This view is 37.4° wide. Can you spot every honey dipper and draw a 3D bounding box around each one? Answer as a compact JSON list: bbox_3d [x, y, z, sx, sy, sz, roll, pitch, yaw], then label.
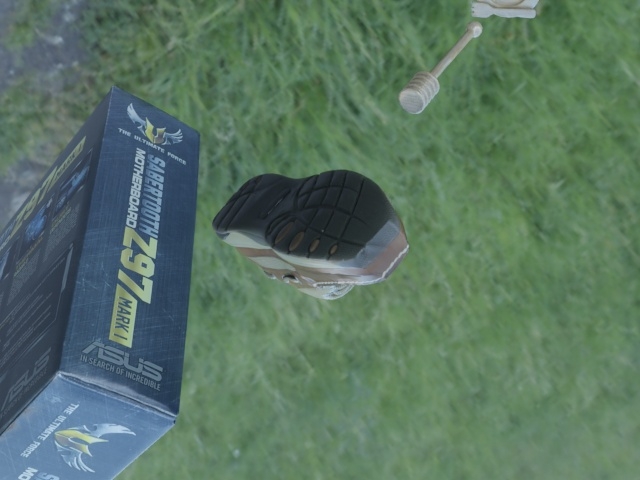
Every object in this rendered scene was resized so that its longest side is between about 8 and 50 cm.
[{"bbox_3d":[0.130,-0.187,0.992,0.161,0.030,0.030,-51,172,-38],"label":"honey dipper"}]

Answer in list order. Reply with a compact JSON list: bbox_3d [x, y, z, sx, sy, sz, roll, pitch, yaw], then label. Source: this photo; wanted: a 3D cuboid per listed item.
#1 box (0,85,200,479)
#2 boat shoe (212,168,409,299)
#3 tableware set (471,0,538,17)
[{"bbox_3d":[-0.148,0.061,0.474,0.059,0.183,0.232,28,126,-29],"label":"box"},{"bbox_3d":[0.000,0.000,1.035,0.122,0.120,0.324,-46,-154,-14],"label":"boat shoe"},{"bbox_3d":[0.129,-0.264,0.787,0.020,0.141,0.169,-54,161,-42],"label":"tableware set"}]
